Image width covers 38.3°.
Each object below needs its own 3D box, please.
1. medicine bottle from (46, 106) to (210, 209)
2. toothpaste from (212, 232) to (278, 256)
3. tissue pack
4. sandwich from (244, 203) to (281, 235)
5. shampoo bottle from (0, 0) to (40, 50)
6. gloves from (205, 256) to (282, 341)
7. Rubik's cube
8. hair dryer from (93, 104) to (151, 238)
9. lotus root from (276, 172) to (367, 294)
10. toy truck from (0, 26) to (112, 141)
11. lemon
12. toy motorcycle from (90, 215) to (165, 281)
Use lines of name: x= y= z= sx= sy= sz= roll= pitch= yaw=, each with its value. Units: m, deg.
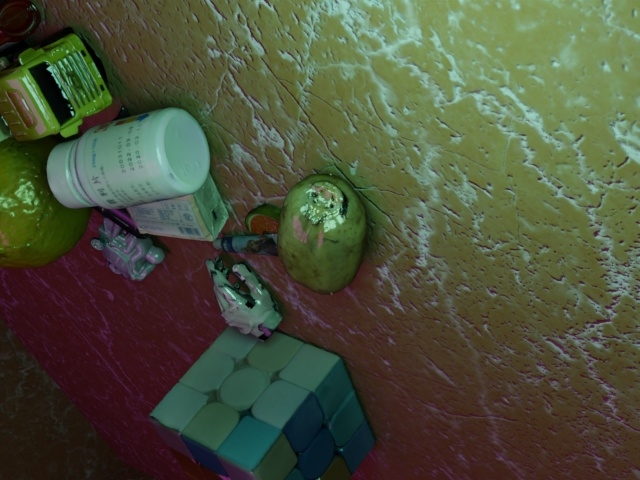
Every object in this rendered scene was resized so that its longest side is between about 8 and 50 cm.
medicine bottle: x=-0.371 y=-0.148 z=1.763 sx=0.293 sy=0.170 sz=0.170 roll=-7 pitch=128 yaw=28
toothpaste: x=-0.150 y=0.007 z=1.929 sx=0.216 sy=0.037 sz=0.062 roll=2 pitch=131 yaw=43
tissue pack: x=-0.306 y=-0.082 z=1.901 sx=0.196 sy=0.092 sz=0.148 roll=5 pitch=137 yaw=25
sandwich: x=-0.106 y=-0.040 z=1.815 sx=0.067 sy=0.029 sz=0.135 roll=49 pitch=150 yaw=-23
shampoo bottle: x=-0.703 y=-0.400 z=1.873 sx=0.314 sy=0.118 sz=0.076 roll=-14 pitch=118 yaw=35
gloves: x=-0.184 y=0.128 z=2.065 sx=0.212 sy=0.111 sz=0.127 roll=39 pitch=157 yaw=-10
Rubik's cube: x=-0.128 y=0.446 z=2.175 sx=0.347 sy=0.346 sz=0.344 roll=19 pitch=145 yaw=36
hair dryer: x=-0.416 y=-0.156 z=1.980 sx=0.189 sy=0.107 sz=0.352 roll=34 pitch=145 yaw=9
lotus root: x=0.000 y=0.000 z=1.625 sx=0.160 sy=0.146 sz=0.284 roll=50 pitch=159 yaw=23
toy truck: x=-0.616 y=-0.293 z=1.877 sx=0.405 sy=0.254 sz=0.180 roll=2 pitch=128 yaw=46
lemon: x=-0.710 y=-0.100 z=2.164 sx=0.350 sy=0.350 sz=0.387 roll=43 pitch=-169 yaw=-1
toy motorcycle: x=-0.459 y=0.014 z=2.256 sx=0.171 sy=0.110 sz=0.260 roll=19 pitch=140 yaw=8
